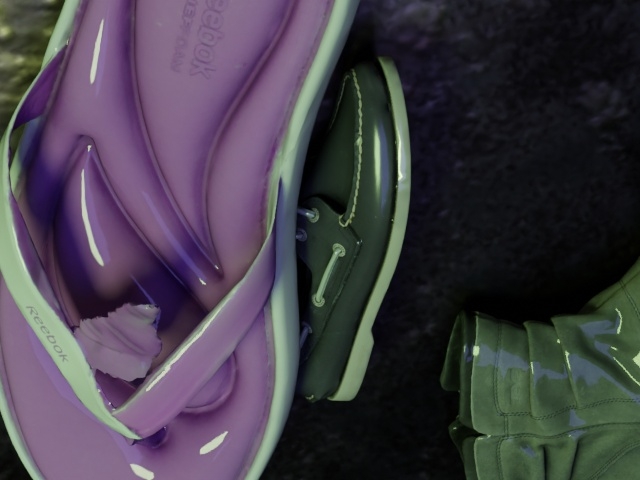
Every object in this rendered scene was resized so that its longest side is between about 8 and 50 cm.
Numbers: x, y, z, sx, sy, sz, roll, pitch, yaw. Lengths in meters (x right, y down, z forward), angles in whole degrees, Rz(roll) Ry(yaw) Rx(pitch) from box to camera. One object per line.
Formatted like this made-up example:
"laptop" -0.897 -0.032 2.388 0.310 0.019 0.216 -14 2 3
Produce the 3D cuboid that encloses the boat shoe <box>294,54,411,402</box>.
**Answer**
"boat shoe" 0.000 0.000 0.792 0.065 0.075 0.206 1 126 -13

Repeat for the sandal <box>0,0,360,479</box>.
"sandal" -0.088 -0.006 0.735 0.169 0.102 0.416 16 119 8

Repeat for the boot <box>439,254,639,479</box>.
"boot" 0.150 0.049 0.845 0.161 0.083 0.246 0 121 -2
